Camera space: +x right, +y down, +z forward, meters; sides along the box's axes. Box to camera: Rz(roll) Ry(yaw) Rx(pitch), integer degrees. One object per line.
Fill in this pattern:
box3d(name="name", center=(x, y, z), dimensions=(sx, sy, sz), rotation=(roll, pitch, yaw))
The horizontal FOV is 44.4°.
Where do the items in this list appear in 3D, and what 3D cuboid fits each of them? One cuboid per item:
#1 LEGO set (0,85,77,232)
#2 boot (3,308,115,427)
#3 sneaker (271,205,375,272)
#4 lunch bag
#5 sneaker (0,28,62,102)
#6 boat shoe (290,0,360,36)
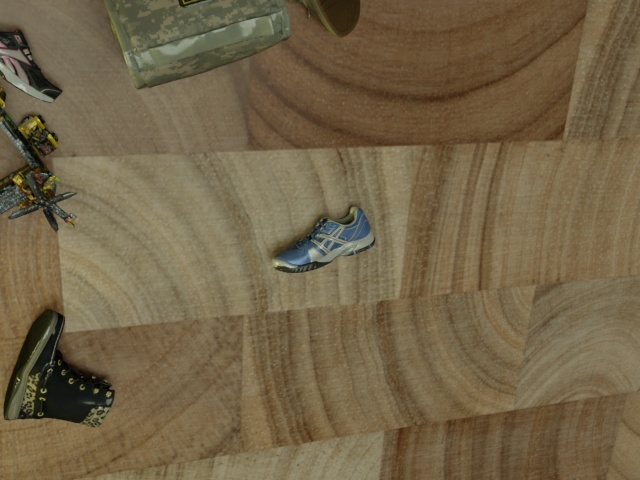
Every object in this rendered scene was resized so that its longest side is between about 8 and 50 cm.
box3d(name="LEGO set", center=(-0.557, -0.078, 1.181), dimensions=(0.331, 0.192, 0.255), rotation=(-25, 119, -8))
box3d(name="boot", center=(-0.455, 0.239, 1.423), dimensions=(0.179, 0.085, 0.236), rotation=(18, 112, -28))
box3d(name="sneaker", center=(0.000, 0.000, 1.492), dimensions=(0.211, 0.080, 0.081), rotation=(-22, 112, -20))
box3d(name="lunch bag", center=(-0.188, -0.329, 1.152), dimensions=(0.235, 0.287, 0.168), rotation=(-18, 118, -11))
box3d(name="sneaker", center=(-0.468, -0.281, 1.198), dimensions=(0.178, 0.072, 0.077), rotation=(36, 86, -35))
box3d(name="boat shoe", center=(-0.025, -0.462, 1.278), dimensions=(0.104, 0.089, 0.285), rotation=(-47, 126, -26))
